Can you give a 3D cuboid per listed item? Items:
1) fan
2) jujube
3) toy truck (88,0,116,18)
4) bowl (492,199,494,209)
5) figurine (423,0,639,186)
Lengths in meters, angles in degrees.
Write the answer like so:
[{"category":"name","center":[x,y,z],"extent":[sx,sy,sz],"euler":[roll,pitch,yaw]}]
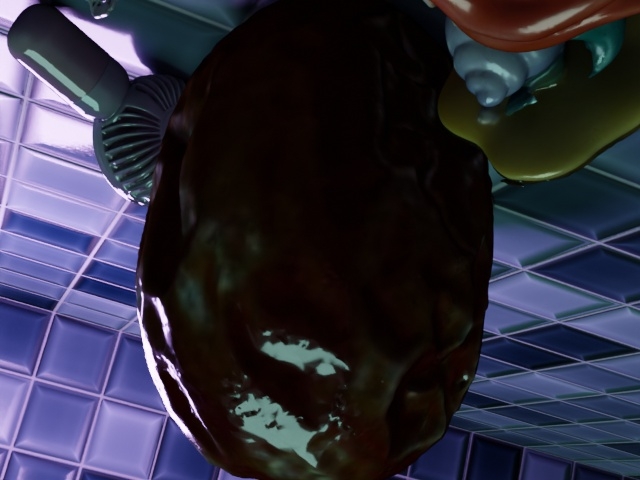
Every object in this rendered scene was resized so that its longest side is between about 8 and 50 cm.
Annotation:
[{"category":"fan","center":[-0.195,-0.132,0.955],"extent":[0.074,0.130,0.244],"euler":[-11,137,44]},{"category":"jujube","center":[-0.001,0.001,0.775],"extent":[0.276,0.377,0.276],"euler":[4,158,2]},{"category":"toy truck","center":[-0.209,-0.245,0.628],"extent":[0.242,0.101,0.125],"euler":[29,162,-34]},{"category":"bowl","center":[0.050,0.000,1.132],"extent":[0.277,0.145,0.277],"euler":[13,164,4]},{"category":"figurine","center":[0.110,-0.167,0.551],"extent":[0.208,0.181,0.257],"euler":[50,-175,37]}]
